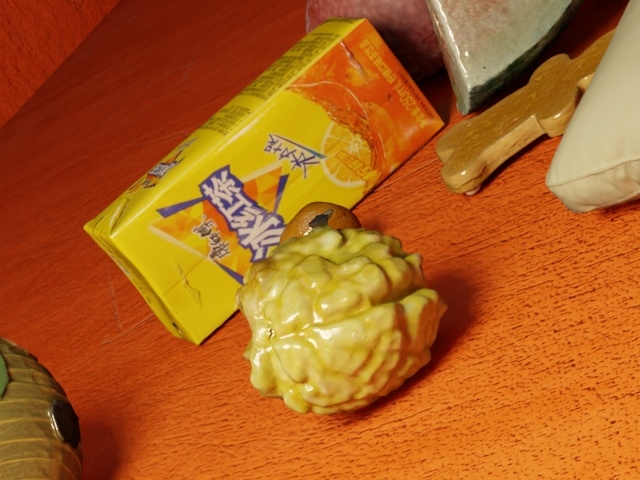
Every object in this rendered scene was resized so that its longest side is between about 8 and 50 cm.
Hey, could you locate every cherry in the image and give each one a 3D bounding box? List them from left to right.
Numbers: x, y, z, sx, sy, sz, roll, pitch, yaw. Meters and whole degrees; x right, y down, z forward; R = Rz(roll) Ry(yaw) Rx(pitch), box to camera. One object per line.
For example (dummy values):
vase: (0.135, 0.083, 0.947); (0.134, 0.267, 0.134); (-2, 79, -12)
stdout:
cherry: (0.101, -0.287, 2.176); (0.285, 0.213, 0.236); (-46, -26, 28)

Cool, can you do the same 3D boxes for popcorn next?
popcorn: (0.014, 0.057, 1.584); (0.173, 0.142, 0.173); (-32, 26, 18)

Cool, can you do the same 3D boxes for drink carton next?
drink carton: (-0.058, -0.067, 2.024); (0.351, 0.154, 0.111); (-42, 18, -12)

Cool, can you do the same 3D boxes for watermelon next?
watermelon: (0.161, -0.324, 1.971); (0.387, 0.258, 0.228); (-66, 7, -11)

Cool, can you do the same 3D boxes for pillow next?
pillow: (0.322, -0.169, 1.554); (0.255, 0.120, 0.322); (-16, 40, 54)

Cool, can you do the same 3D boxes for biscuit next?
biscuit: (0.211, -0.125, 1.842); (0.240, 0.035, 0.158); (-33, 20, 18)

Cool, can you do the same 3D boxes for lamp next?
lamp: (-0.321, 0.213, 1.735); (0.250, 0.250, 0.284); (-38, 57, 0)

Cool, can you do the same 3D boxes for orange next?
orange: (0.000, 0.000, 1.874); (0.085, 0.085, 0.085); (-34, 18, 12)
